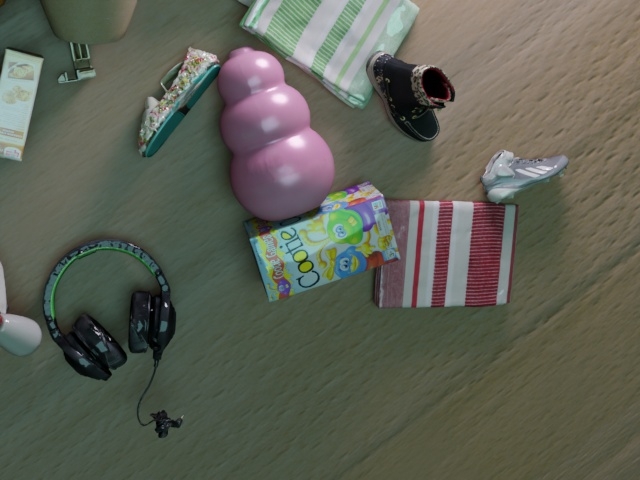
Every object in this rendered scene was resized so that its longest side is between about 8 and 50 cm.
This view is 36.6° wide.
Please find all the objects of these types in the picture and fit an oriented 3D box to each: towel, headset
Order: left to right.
[{"bbox_3d":[-0.381,0.189,1.869,0.243,0.185,0.394,-24,97,-11],"label":"headset"},{"bbox_3d":[0.026,-0.435,1.894,0.324,0.038,0.248,29,92,-34],"label":"towel"},{"bbox_3d":[0.276,0.030,2.121,0.328,0.037,0.237,1,100,-19],"label":"towel"}]

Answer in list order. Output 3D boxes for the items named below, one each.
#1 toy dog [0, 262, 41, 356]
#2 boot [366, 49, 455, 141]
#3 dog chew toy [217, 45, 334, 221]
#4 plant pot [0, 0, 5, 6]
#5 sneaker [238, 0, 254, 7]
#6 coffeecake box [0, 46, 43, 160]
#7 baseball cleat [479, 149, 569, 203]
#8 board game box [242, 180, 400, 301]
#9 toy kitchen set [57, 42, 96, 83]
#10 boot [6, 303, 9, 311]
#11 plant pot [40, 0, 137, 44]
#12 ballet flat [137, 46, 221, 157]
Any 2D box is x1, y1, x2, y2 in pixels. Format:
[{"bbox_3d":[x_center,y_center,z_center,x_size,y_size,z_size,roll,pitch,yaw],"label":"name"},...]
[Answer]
[{"bbox_3d":[-0.660,0.096,1.717,0.220,0.161,0.334,-37,129,-22],"label":"toy dog"},{"bbox_3d":[0.205,-0.273,1.934,0.085,0.178,0.236,-48,125,-11],"label":"boot"},{"bbox_3d":[-0.100,-0.209,1.863,0.206,0.206,0.332,-21,101,-12],"label":"dog chew toy"},{"bbox_3d":[-0.652,-0.415,1.646,0.205,0.205,0.188,25,109,-21],"label":"plant pot"},{"bbox_3d":[-0.164,-0.536,1.801,0.290,0.123,0.106,43,86,-23],"label":"sneaker"},{"bbox_3d":[-0.549,-0.247,1.735,0.068,0.142,0.186,12,99,-19],"label":"coffeecake box"},{"bbox_3d":[0.445,-0.161,2.109,0.205,0.072,0.109,-28,103,-14],"label":"baseball cleat"},{"bbox_3d":[0.000,0.000,1.948,0.275,0.142,0.144,-18,107,-4],"label":"board game box"},{"bbox_3d":[-0.455,-0.331,1.776,0.068,0.083,0.075,-12,106,-15],"label":"toy kitchen set"},{"bbox_3d":[-0.723,0.068,1.790,0.263,0.091,0.229,-25,109,-22],"label":"boot"},{"bbox_3d":[-0.406,-0.494,1.690,0.256,0.256,0.274,-4,120,-17],"label":"plant pot"},{"bbox_3d":[-0.287,-0.269,1.858,0.077,0.091,0.241,37,85,9],"label":"ballet flat"}]
